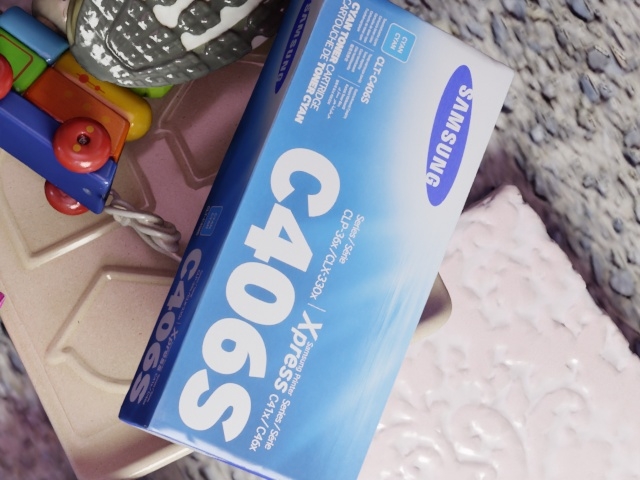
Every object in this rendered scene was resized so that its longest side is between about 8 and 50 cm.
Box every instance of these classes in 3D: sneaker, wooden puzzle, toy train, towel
[{"bbox_3d":[-0.087,-0.276,1.232,0.158,0.182,0.410,51,58,-34],"label":"sneaker"},{"bbox_3d":[-0.109,-0.020,1.261,0.322,0.080,0.347,-26,82,-4],"label":"wooden puzzle"},{"bbox_3d":[-0.150,-0.089,1.192,0.248,0.105,0.143,35,66,1],"label":"toy train"},{"bbox_3d":[0.124,0.165,1.320,0.317,0.053,0.332,-35,91,-9],"label":"towel"}]

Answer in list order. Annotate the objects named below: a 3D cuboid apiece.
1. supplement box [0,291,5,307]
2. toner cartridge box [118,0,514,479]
[{"bbox_3d":[-0.368,0.044,1.187,0.220,0.114,0.111,34,120,-1],"label":"supplement box"},{"bbox_3d":[0.000,0.000,1.148,0.165,0.075,0.347,25,81,-23],"label":"toner cartridge box"}]
